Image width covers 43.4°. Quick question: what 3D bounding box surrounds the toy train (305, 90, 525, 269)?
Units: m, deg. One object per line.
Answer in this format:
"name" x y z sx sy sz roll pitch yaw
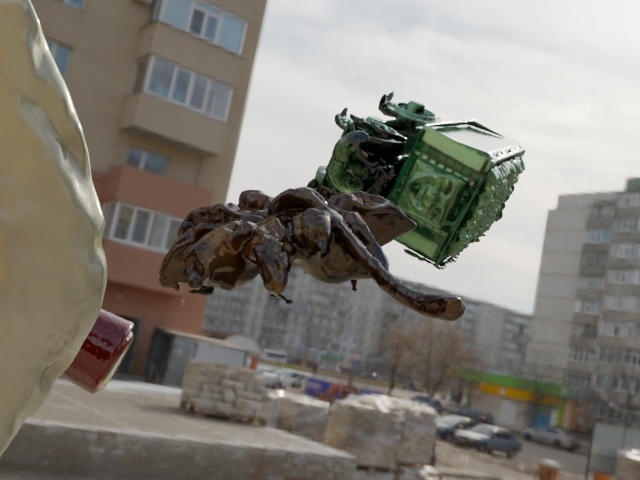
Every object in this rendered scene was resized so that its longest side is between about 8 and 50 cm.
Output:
"toy train" 0.093 -0.061 0.739 0.154 0.115 0.269 30 18 14

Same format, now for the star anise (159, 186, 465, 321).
"star anise" 0.003 0.002 0.544 0.234 0.073 0.177 9 21 22

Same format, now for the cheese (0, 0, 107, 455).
"cheese" -0.262 -0.038 0.358 0.292 0.332 0.153 -15 7 -25

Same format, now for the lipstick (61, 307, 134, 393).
"lipstick" -0.295 0.058 0.756 0.241 0.080 0.080 30 -11 -6
